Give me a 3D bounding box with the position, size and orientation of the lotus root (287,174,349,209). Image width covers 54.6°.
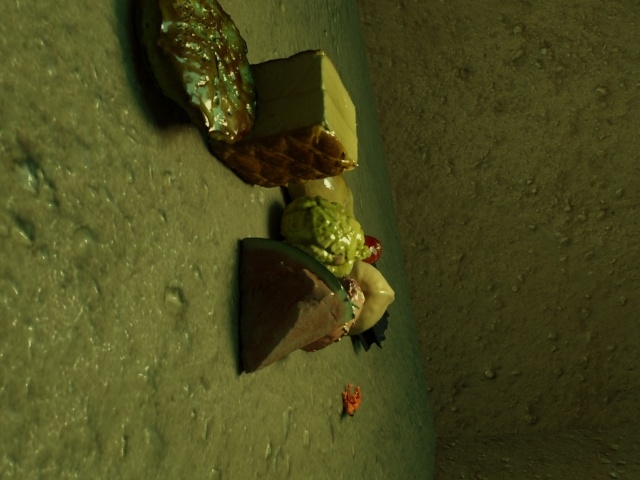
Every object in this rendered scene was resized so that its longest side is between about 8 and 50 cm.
[{"bbox_3d":[-0.022,-0.172,1.794,0.310,0.183,0.182,56,29,-46],"label":"lotus root"}]

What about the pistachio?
[{"bbox_3d":[0.081,0.167,1.798,0.309,0.230,0.229,150,-63,-63],"label":"pistachio"}]

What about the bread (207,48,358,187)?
[{"bbox_3d":[-0.075,-0.261,1.415,0.279,0.279,0.206,46,39,-66],"label":"bread"}]

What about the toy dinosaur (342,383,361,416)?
[{"bbox_3d":[0.110,0.536,2.091,0.279,0.056,0.101,-37,127,-74],"label":"toy dinosaur"}]

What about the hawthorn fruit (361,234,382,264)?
[{"bbox_3d":[0.164,0.039,2.369,0.133,0.138,0.132,40,41,-46],"label":"hawthorn fruit"}]

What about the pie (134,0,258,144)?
[{"bbox_3d":[-0.227,-0.347,1.181,0.288,0.103,0.354,8,68,-65],"label":"pie"}]

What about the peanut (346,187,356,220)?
[{"bbox_3d":[0.054,-0.066,2.062,0.147,0.148,0.318,65,18,-46],"label":"peanut"}]

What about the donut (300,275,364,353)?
[{"bbox_3d":[0.022,0.194,1.574,0.085,0.233,0.199,50,-13,-14],"label":"donut"}]

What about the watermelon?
[{"bbox_3d":[-0.063,0.172,1.421,0.250,0.283,0.292,29,80,-53],"label":"watermelon"}]

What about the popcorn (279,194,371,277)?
[{"bbox_3d":[0.000,0.000,1.667,0.212,0.259,0.259,-47,143,-15],"label":"popcorn"}]

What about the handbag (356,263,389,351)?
[{"bbox_3d":[0.182,0.260,2.373,0.325,0.119,0.268,-64,136,-62],"label":"handbag"}]
